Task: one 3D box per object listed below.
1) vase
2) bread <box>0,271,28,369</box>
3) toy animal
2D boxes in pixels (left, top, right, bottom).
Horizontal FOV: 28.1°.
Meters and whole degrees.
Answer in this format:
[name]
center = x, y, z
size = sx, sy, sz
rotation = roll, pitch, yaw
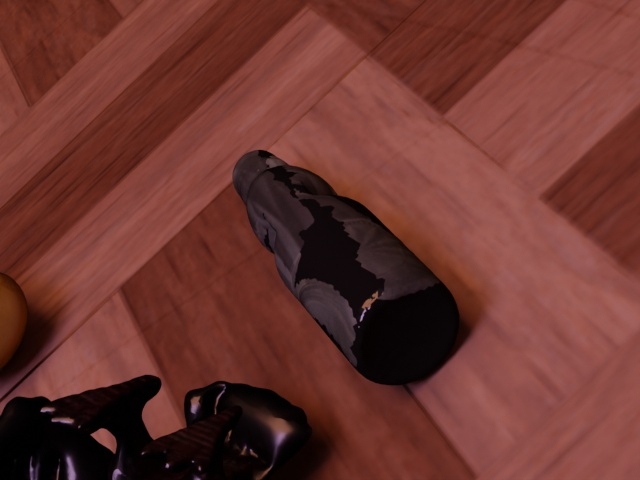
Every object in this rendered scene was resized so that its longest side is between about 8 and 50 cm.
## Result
[vase]
center = 0.000, 0.000, 0.678
size = 0.060, 0.060, 0.211
rotation = -44, 36, 1
[bread]
center = -0.230, 0.060, 0.858
size = 0.115, 0.056, 0.082
rotation = 6, 58, 56
[toy animal]
center = -0.069, 0.156, 0.586
size = 0.218, 0.116, 0.179
rotation = 14, 91, 22
